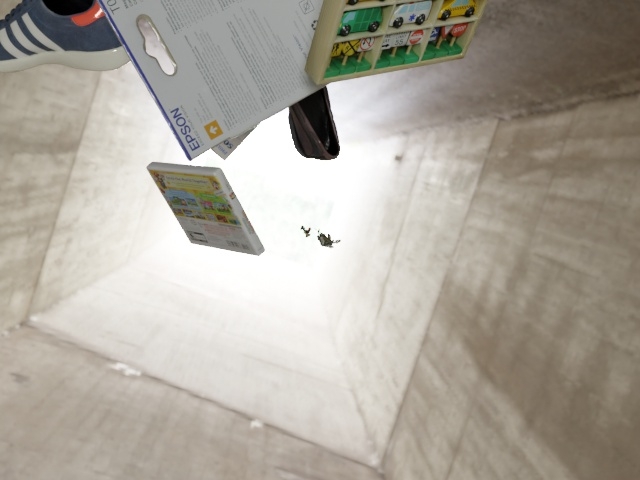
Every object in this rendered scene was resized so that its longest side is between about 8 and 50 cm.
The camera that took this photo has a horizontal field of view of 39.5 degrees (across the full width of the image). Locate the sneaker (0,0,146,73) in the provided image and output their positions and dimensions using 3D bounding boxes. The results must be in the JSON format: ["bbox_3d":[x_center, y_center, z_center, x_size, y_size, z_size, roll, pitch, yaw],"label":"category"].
[{"bbox_3d":[-0.441,-0.353,1.407,0.350,0.148,0.131,2,-149,20],"label":"sneaker"}]

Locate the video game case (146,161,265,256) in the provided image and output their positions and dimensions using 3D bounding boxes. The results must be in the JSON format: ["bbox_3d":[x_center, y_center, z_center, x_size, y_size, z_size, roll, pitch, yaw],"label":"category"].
[{"bbox_3d":[-0.232,-0.065,1.790,0.227,0.026,0.206,9,136,44],"label":"video game case"}]

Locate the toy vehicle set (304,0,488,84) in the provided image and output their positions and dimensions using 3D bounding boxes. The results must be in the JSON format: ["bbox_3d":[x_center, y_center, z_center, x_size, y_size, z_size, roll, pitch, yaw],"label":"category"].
[{"bbox_3d":[0.113,-0.302,1.178,0.267,0.166,0.035,-17,-127,-32],"label":"toy vehicle set"}]

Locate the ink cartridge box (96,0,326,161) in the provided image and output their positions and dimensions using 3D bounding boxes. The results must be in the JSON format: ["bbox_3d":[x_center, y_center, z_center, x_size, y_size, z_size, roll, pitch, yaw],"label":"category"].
[{"bbox_3d":[-0.148,-0.325,1.295,0.330,0.324,0.071,-33,-169,-24],"label":"ink cartridge box"}]

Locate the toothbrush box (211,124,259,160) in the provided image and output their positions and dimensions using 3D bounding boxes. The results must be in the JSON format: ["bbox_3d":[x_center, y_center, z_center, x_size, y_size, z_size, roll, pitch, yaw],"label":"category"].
[{"bbox_3d":[-0.186,-0.351,2.002,0.126,0.295,0.216,41,-176,-34],"label":"toothbrush box"}]

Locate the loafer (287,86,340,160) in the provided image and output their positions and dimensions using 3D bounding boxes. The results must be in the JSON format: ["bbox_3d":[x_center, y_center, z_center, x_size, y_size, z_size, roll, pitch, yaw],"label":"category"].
[{"bbox_3d":[-0.024,-0.288,1.664,0.109,0.302,0.095,-29,-151,-23],"label":"loafer"}]

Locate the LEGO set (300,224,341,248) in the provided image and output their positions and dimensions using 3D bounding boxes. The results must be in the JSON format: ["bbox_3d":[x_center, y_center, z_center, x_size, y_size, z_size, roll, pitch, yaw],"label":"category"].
[{"bbox_3d":[-0.002,-0.002,1.521,0.083,0.023,0.054,23,-161,-22],"label":"LEGO set"}]
